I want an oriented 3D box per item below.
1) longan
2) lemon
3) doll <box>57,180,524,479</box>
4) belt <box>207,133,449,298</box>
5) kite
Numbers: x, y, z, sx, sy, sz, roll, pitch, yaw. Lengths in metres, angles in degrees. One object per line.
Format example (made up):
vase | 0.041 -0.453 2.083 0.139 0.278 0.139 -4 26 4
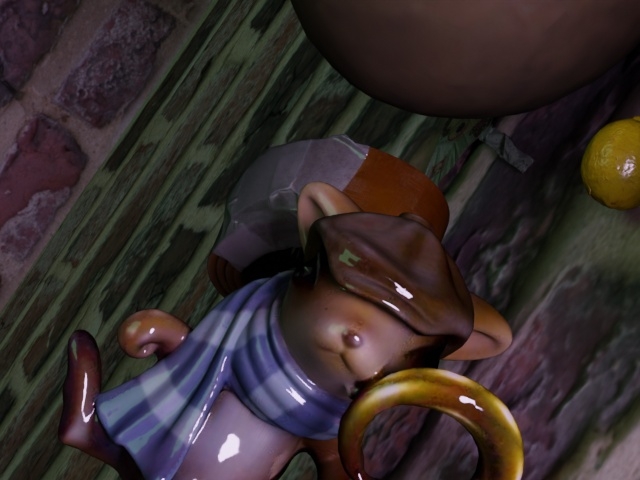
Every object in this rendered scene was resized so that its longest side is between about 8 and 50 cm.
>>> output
longan | 0.155 -0.286 1.076 0.404 0.336 0.404 -25 33 17
lemon | 0.229 -0.059 0.944 0.062 0.062 0.083 -21 39 57
doll | -0.028 0.123 0.959 0.340 0.318 0.209 -43 -8 16
belt | 0.000 0.000 1.192 0.261 0.184 0.105 -26 34 55
kite | 0.164 -0.109 1.248 0.229 0.012 0.250 -53 20 14
